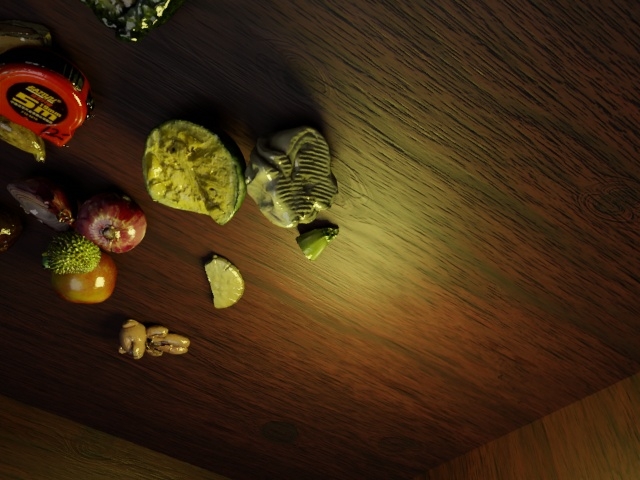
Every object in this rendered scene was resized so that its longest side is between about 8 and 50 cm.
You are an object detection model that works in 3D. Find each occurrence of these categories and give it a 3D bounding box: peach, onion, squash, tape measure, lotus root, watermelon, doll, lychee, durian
[{"bbox_3d":[-0.877,0.131,1.637,0.231,0.231,0.231,4,129,5],"label":"peach"},{"bbox_3d":[-0.882,-0.122,1.460,0.284,0.120,0.227,16,147,29],"label":"onion"},{"bbox_3d":[-0.690,-0.070,1.476,0.207,0.200,0.200,44,124,-4],"label":"onion"},{"bbox_3d":[-0.003,-0.008,1.484,0.132,0.105,0.105,-37,116,17],"label":"squash"},{"bbox_3d":[-0.761,-0.401,1.210,0.260,0.114,0.253,-27,143,28],"label":"tape measure"},{"bbox_3d":[-0.923,-0.326,1.354,0.108,0.094,0.191,7,150,47],"label":"lotus root"},{"bbox_3d":[-0.346,-0.215,1.293,0.331,0.189,0.330,7,115,14],"label":"watermelon"},{"bbox_3d":[-0.739,0.463,1.931,0.303,0.156,0.201,15,123,-10],"label":"doll"},{"bbox_3d":[-1.180,-0.038,1.566,0.194,0.194,0.194,4,129,5],"label":"lychee"},{"bbox_3d":[-0.825,0.040,1.469,0.159,0.146,0.198,9,180,-44],"label":"durian"}]

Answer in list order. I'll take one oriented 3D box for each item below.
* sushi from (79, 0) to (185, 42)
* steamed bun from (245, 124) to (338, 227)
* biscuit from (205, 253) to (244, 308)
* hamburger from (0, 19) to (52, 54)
[{"bbox_3d":[-0.405,-0.652,0.953,0.352,0.178,0.294,-36,115,29],"label":"sushi"},{"bbox_3d":[-0.104,-0.184,1.268,0.207,0.268,0.280,6,130,43],"label":"steamed bun"},{"bbox_3d":[-0.365,0.171,1.706,0.141,0.038,0.289,5,129,4],"label":"biscuit"},{"bbox_3d":[-0.805,-0.530,1.177,0.176,0.087,0.102,2,148,-8],"label":"hamburger"}]
